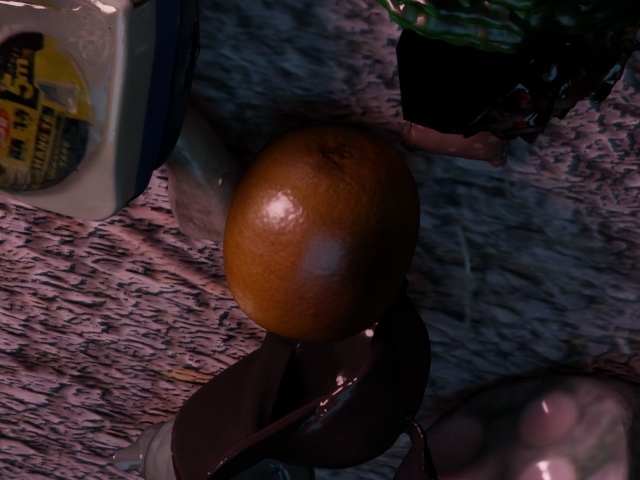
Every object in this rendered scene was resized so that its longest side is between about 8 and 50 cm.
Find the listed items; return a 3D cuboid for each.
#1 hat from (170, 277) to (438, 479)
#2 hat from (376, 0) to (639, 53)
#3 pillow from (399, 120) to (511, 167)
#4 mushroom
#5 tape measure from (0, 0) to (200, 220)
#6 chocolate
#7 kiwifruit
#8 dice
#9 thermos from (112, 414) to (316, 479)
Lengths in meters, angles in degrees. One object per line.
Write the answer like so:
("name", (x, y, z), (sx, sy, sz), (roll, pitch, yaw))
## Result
("hat", (0.009, 0.197, 2.093), (0.336, 0.238, 0.209), (-44, 116, -1))
("hat", (0.216, -0.270, 1.496), (0.332, 0.242, 0.274), (16, 110, 6))
("pillow", (0.148, -0.135, 1.854), (0.118, 0.043, 0.185), (10, 140, -2))
("mushroom", (-0.138, -0.088, 1.945), (0.092, 0.081, 0.223), (12, 148, 36))
("tape measure", (-0.261, -0.167, 1.784), (0.262, 0.138, 0.259), (18, 123, 11))
("chocolate", (0.209, -0.162, 1.700), (0.177, 0.206, 0.224), (23, 134, -30))
("kiwifruit", (0.000, 0.000, 1.925), (0.196, 0.196, 0.234), (9, 125, 2))
("dice", (0.290, 0.373, 2.197), (0.330, 0.328, 0.348), (-22, 130, 33))
("thermos", (-0.120, 0.272, 2.280), (0.182, 0.145, 0.286), (-3, -175, -29))
